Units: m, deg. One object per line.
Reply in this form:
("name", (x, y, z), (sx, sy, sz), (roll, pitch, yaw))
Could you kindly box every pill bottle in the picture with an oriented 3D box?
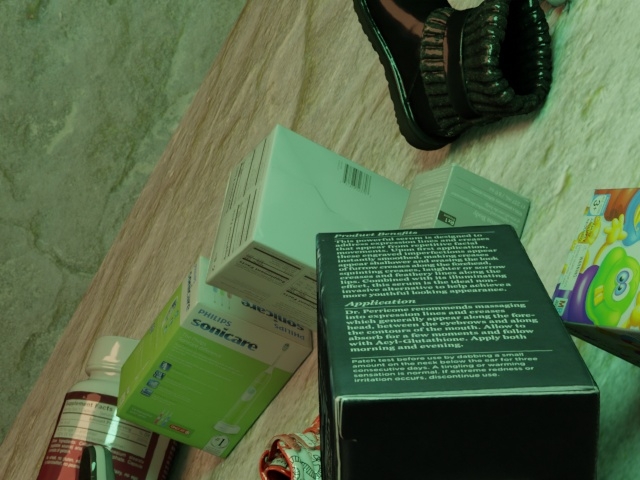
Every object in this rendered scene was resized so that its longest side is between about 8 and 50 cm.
("pill bottle", (-0.379, 0.385, 2.362), (0.224, 0.224, 0.392), (-25, 45, 59))

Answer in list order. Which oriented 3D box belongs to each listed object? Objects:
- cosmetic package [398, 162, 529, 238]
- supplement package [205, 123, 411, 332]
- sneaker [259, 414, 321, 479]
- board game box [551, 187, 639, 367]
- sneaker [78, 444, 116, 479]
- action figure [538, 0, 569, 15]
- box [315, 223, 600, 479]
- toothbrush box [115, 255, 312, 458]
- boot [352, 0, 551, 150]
("cosmetic package", (0.155, 0.040, 1.621), (0.107, 0.127, 0.238), (-19, 52, 61))
("supplement package", (0.000, 0.000, 1.838), (0.145, 0.262, 0.204), (-39, 32, 47))
("sneaker", (0.003, 0.260, 1.711), (0.090, 0.145, 0.270), (-45, 29, 42))
("board game box", (0.347, 0.041, 1.143), (0.275, 0.144, 0.142), (2, 68, 67))
("sneaker", (-0.288, 0.467, 2.121), (0.124, 0.178, 0.295), (-177, 81, -67))
("action figure", (0.306, -0.422, 1.817), (0.185, 0.099, 0.285), (-39, 46, 37))
("box", (0.108, 0.184, 1.221), (0.395, 0.212, 0.293), (-96, 4, -71))
("toothbrush box", (-0.174, 0.193, 2.117), (0.283, 0.206, 0.122), (-53, 24, 31))
("boot", (0.180, -0.309, 1.804), (0.260, 0.131, 0.347), (-28, 81, 62))
